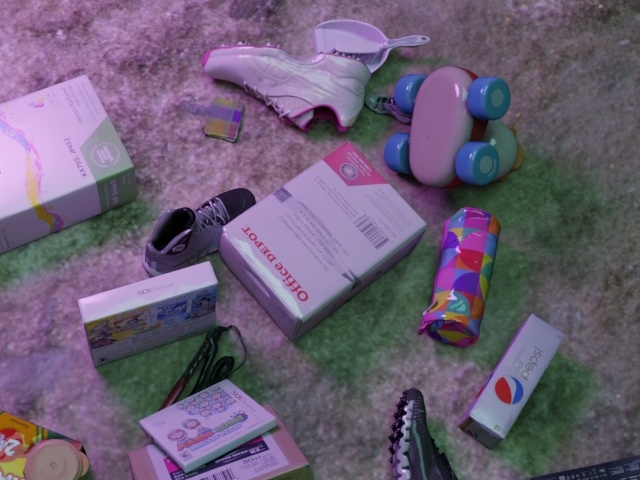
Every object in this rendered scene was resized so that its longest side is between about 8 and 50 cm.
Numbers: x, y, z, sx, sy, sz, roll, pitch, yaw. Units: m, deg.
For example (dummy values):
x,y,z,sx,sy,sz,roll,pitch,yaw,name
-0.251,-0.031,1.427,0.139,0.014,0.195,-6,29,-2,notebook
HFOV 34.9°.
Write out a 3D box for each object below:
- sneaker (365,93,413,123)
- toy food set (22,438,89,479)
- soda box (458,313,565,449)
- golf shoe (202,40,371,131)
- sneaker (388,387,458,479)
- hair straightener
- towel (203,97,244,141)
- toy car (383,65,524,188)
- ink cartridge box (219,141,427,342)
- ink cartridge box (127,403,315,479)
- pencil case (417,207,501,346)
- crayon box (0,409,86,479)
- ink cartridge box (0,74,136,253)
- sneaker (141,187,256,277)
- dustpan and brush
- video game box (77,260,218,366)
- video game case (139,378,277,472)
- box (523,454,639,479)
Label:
x,y,z,sx,sy,sz,roll,pitch,yaw,name
0.132,-0.257,1.864,0.098,0.069,0.038,20,64,1,sneaker
-0.381,0.323,1.458,0.083,0.020,0.083,38,66,10,toy food set
0.312,0.229,1.659,0.069,0.074,0.216,33,65,8,soda box
-0.067,-0.274,1.825,0.306,0.115,0.140,8,84,6,golf shoe
0.162,0.348,1.584,0.106,0.078,0.234,7,68,-8,sneaker
-0.183,0.232,1.614,0.089,0.047,0.230,36,58,-11,hair straightener
-0.174,-0.218,1.836,0.060,0.009,0.083,12,63,-2,towel
0.277,-0.186,1.797,0.238,0.219,0.210,7,94,-39,toy car
0.000,0.000,1.697,0.283,0.117,0.207,-36,76,-22,ink cartridge box
-0.144,0.347,1.473,0.235,0.088,0.193,-18,24,-16,ink cartridge box
0.238,0.062,1.716,0.105,0.104,0.236,18,62,0,pencil case
-0.498,0.405,1.459,0.202,0.081,0.318,21,65,2,crayon box
-0.507,-0.109,1.676,0.354,0.119,0.207,-24,71,-18,ink cartridge box
-0.193,-0.030,1.677,0.229,0.132,0.086,-39,76,-22,sneaker
0.098,-0.360,1.912,0.211,0.060,0.147,-3,66,-9,dustpan and brush
-0.262,0.116,1.569,0.205,0.187,0.048,-16,69,-16,video game box
-0.167,0.271,1.508,0.157,0.019,0.143,-23,31,-29,video game case
0.440,0.444,1.585,0.233,0.059,0.183,-9,66,-13,box
